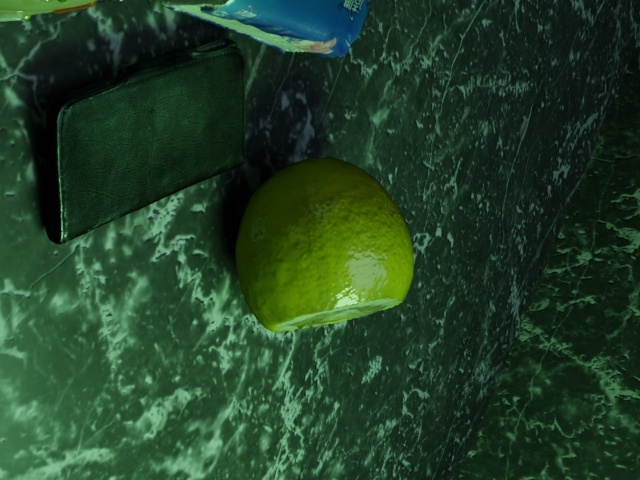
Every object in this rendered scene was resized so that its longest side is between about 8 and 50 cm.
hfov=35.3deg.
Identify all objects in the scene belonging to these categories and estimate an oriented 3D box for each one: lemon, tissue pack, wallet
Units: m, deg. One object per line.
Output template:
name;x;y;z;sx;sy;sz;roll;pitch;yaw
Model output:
lemon;0.000;0.000;1.341;0.240;0.240;0.219;2;73;-60
tissue pack;-0.045;-0.332;1.165;0.269;0.137;0.209;6;101;-62
wallet;-0.187;-0.121;1.128;0.318;0.045;0.172;-33;136;-50

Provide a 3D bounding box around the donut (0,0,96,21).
donut;-0.240;-0.333;0.812;0.371;0.150;0.307;9;98;-62
